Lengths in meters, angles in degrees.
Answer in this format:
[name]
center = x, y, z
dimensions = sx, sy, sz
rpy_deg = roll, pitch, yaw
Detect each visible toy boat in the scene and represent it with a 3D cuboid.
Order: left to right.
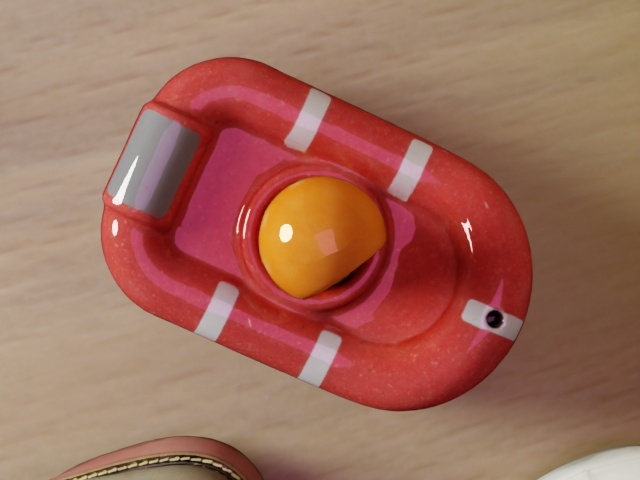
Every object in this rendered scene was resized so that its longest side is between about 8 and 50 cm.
[toy boat]
center = 0.000, 0.000, 0.484
dimensions = 0.231, 0.151, 0.151
rpy_deg = 24, 90, -5

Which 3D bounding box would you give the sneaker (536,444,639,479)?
[sneaker]
center = 0.109, 0.230, 0.516
dimensions = 0.290, 0.123, 0.106
rpy_deg = -40, 92, -3

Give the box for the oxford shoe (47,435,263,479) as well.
[oxford shoe]
center = -0.196, 0.195, 0.484
dimensions = 0.348, 0.130, 0.123
rpy_deg = -23, 93, -1
